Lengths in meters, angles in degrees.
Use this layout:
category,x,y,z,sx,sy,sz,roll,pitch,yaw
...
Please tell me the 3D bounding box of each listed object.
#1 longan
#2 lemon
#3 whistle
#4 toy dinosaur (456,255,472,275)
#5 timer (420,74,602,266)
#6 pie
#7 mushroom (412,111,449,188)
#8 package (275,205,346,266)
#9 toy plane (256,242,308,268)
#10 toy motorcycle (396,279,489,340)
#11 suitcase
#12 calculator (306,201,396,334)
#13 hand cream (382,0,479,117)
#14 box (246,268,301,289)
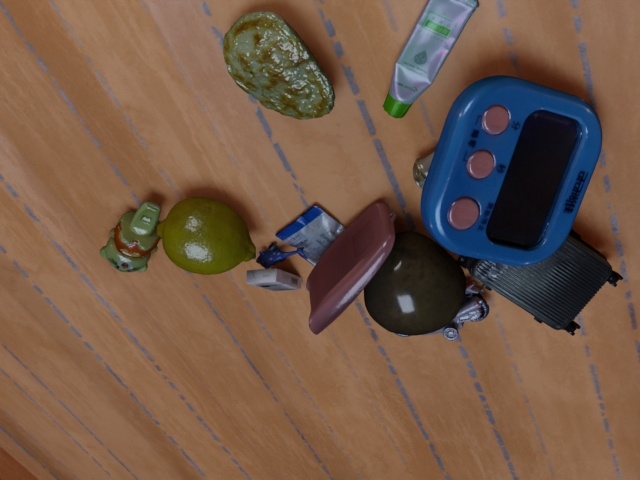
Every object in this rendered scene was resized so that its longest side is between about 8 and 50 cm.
category,x,y,z,sx,sy,sz,roll,pitch,yaw
longan,0.216,0.102,1.758,0.215,0.246,0.246,43,158,43
lemon,-0.271,-0.008,1.851,0.248,0.184,0.184,14,138,-4
whistle,-0.474,-0.005,1.977,0.131,0.106,0.288,24,138,-17
toy dinosaur,0.404,0.009,1.770,0.187,0.087,0.179,29,101,-34
timer,0.354,-0.127,1.451,0.309,0.115,0.340,12,106,-19
pie,-0.081,-0.340,1.513,0.201,0.090,0.248,-10,131,41
mushroom,0.264,-0.184,1.569,0.092,0.081,0.223,6,145,-22
package,0.000,0.000,1.886,0.173,0.027,0.171,39,137,-19
toy plane,-0.100,0.041,1.925,0.167,0.062,0.054,-14,128,37
toy motorcycle,0.276,0.156,1.905,0.260,0.110,0.171,-16,115,24
suitcase,0.474,0.053,1.664,0.312,0.128,0.202,32,106,-15
calculator,0.064,0.050,1.750,0.048,0.220,0.330,30,118,-21
hand cream,0.197,-0.349,1.451,0.079,0.050,0.275,3,138,-25
box,-0.116,0.100,1.963,0.083,0.040,0.154,-2,169,23
